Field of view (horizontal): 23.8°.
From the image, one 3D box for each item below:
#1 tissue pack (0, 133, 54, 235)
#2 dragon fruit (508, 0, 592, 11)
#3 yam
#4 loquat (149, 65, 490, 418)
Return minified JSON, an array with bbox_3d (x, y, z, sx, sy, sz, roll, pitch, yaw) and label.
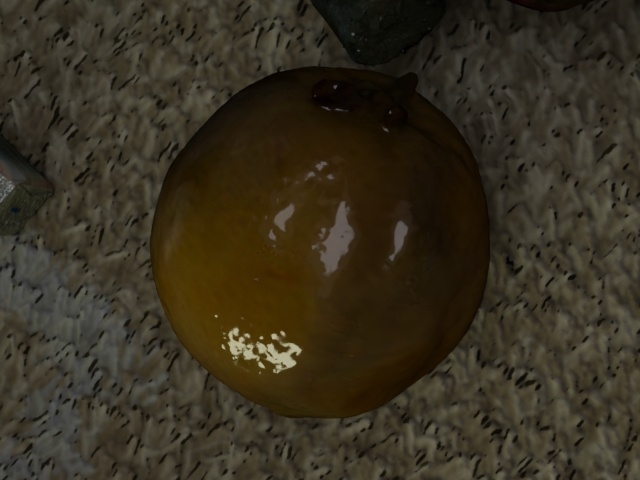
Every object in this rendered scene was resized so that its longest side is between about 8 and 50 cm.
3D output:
[{"bbox_3d":[-0.254,-0.052,1.115,0.094,0.074,0.059,44,100,12],"label":"tissue pack"},{"bbox_3d":[0.145,-0.299,0.926,0.329,0.329,0.329,0,89,11],"label":"dragon fruit"},{"bbox_3d":[0.012,-0.197,1.038,0.078,0.078,0.179,-41,56,8],"label":"yam"},{"bbox_3d":[0.000,0.000,1.005,0.238,0.193,0.238,6,102,32],"label":"loquat"}]
